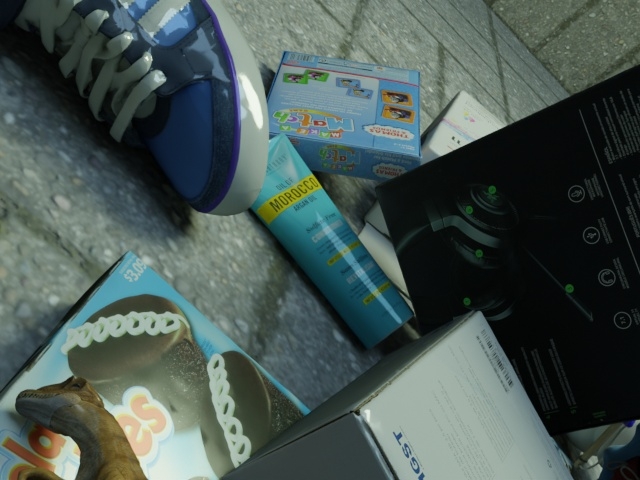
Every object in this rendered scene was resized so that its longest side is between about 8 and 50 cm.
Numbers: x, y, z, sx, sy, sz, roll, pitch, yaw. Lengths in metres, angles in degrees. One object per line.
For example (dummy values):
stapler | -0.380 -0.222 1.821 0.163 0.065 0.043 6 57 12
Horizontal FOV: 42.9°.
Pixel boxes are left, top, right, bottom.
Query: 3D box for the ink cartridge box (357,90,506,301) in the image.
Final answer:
ink cartridge box | 0.180 -0.032 0.936 0.207 0.119 0.353 40 28 -2

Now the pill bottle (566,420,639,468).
pill bottle | 0.307 0.155 0.868 0.131 0.131 0.229 31 24 -33

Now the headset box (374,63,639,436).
headset box | 0.206 0.024 0.676 0.131 0.283 0.247 -7 76 -52

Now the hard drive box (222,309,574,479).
hard drive box | 0.073 0.158 0.479 0.181 0.089 0.232 62 25 6

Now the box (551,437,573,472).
box | 0.187 0.190 0.790 0.137 0.027 0.094 52 26 4

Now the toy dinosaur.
toy dinosaur | -0.062 0.138 0.309 0.212 0.064 0.112 57 27 14

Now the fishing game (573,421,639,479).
fishing game | 0.232 0.224 0.652 0.041 0.189 0.264 27 41 3

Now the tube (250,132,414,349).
tube | 0.000 0.000 0.724 0.080 0.052 0.207 -33 82 -38

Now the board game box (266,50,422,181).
board game box | 0.024 -0.134 0.853 0.160 0.039 0.211 9 33 1

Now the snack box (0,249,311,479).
snack box | -0.096 0.155 0.373 0.187 0.060 0.322 43 28 -12

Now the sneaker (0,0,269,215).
sneaker | -0.190 -0.158 0.592 0.236 0.130 0.323 -8 73 -40
